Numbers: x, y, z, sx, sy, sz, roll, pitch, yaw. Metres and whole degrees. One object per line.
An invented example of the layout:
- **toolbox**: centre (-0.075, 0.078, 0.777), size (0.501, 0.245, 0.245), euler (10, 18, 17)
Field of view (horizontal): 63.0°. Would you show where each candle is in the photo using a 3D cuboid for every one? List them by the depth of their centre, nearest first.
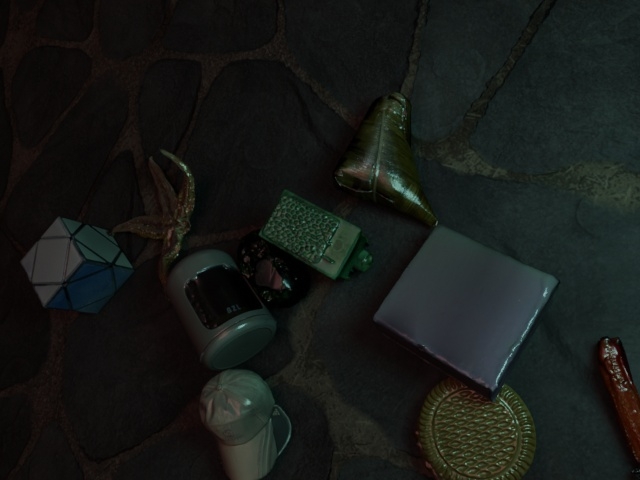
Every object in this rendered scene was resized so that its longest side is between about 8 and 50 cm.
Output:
- **candle**: centre (0.601, 0.334, 1.009), size (0.059, 0.084, 0.301), euler (-29, 71, 51)

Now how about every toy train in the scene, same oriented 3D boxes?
- **toy train**: centre (0.000, 0.000, 1.286), size (0.266, 0.202, 0.145), euler (29, 89, 25)

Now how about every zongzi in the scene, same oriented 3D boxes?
- **zongzi**: centre (0.208, -0.198, 1.290), size (0.288, 0.134, 0.286), euler (27, 85, 14)

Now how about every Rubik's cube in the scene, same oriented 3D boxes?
- **Rubik's cube**: centre (-0.748, 0.080, 1.611), size (0.205, 0.205, 0.207), euler (-45, 65, 9)

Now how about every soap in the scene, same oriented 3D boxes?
- **soap**: centre (0.309, 0.142, 1.124), size (0.296, 0.107, 0.285), euler (31, 76, 30)

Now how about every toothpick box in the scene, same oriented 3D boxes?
- **toothpick box**: centre (-0.280, 0.167, 1.383), size (0.229, 0.229, 0.316), euler (-43, 63, 10)

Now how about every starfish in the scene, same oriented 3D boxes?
- **starfish**: centre (-0.488, -0.076, 1.575), size (0.384, 0.132, 0.398), euler (24, 102, 34)

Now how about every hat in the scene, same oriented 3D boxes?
- **hat**: centre (-0.210, 0.460, 1.303), size (0.232, 0.161, 0.275), euler (-16, 75, 25)

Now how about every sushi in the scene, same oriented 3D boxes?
- **sushi**: centre (-0.130, 0.072, 1.372), size (0.124, 0.127, 0.225), euler (-43, 62, 10)

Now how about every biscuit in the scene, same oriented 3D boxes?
- **biscuit**: centre (0.323, 0.410, 1.108), size (0.259, 0.079, 0.259), euler (-5, 76, 22)
